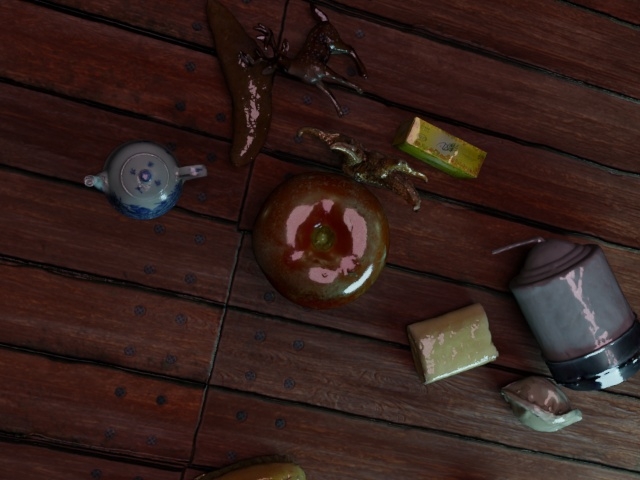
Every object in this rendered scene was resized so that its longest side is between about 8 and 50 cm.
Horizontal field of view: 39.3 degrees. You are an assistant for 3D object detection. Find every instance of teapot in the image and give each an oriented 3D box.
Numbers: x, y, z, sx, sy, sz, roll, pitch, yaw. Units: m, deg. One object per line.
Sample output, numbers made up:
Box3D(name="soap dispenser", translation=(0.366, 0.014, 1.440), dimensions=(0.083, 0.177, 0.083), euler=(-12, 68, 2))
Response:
Box3D(name="teapot", translation=(-0.334, -0.120, 1.719), dimensions=(0.232, 0.159, 0.159), euler=(-7, 92, -14))

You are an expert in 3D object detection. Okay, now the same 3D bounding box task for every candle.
Box3D(name="candle", translation=(0.535, 0.131, 1.901), dimensions=(0.221, 0.221, 0.343), euler=(-28, 97, -12))

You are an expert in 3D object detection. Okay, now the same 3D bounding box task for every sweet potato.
Box3D(name="sweet potato", translation=(-0.151, -0.322, 1.790), dimensions=(0.114, 0.092, 0.342), euler=(-10, 92, 3))

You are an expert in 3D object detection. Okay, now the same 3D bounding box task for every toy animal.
Box3D(name="toy animal", translation=(-0.029, -0.364, 1.790), dimensions=(0.260, 0.087, 0.243), euler=(36, 43, -18))

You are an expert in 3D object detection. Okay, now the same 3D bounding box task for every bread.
Box3D(name="bread", translation=(0.282, 0.222, 1.919), dimensions=(0.178, 0.060, 0.140), euler=(-18, 95, -13))
Box3D(name="bread", translation=(-0.142, 0.516, 1.795), dimensions=(0.236, 0.106, 0.140), euler=(-12, 96, -13))

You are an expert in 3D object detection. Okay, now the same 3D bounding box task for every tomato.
Box3D(name="tomato", translation=(0.000, 0.000, 1.764), dimensions=(0.270, 0.222, 0.270), euler=(0, 90, -2))

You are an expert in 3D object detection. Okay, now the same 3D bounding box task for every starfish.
Box3D(name="starfish", translation=(0.112, -0.139, 1.761), dimensions=(0.301, 0.293, 0.084), euler=(26, 97, -15))

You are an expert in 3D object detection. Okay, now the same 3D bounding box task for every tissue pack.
Box3D(name="tissue pack", translation=(0.249, -0.192, 1.889), dimensions=(0.176, 0.095, 0.062), euler=(24, 86, -14))

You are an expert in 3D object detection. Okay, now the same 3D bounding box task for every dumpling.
Box3D(name="dumpling", translation=(0.485, 0.357, 1.936), dimensions=(0.199, 0.136, 0.118), euler=(13, 91, -29))
